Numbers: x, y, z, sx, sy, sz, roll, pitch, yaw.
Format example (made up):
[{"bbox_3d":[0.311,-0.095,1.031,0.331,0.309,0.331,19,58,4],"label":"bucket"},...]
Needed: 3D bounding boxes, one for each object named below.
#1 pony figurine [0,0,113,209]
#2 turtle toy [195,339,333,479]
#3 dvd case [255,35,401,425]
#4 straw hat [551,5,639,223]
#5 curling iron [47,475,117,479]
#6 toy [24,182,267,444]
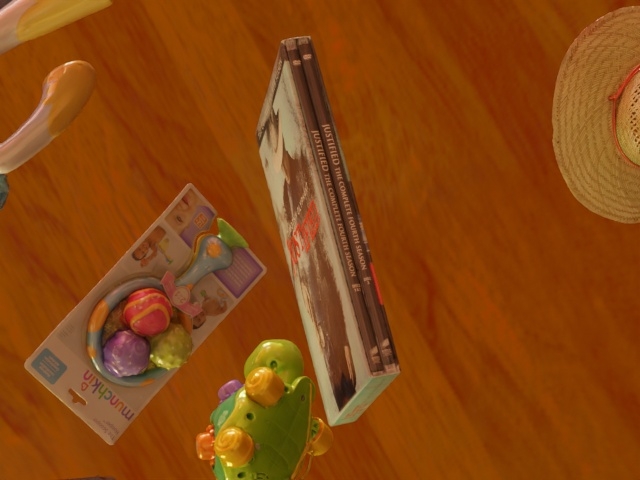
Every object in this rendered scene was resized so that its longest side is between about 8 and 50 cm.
[{"bbox_3d":[-0.368,-0.120,1.153,0.363,0.303,0.351,-43,48,-10],"label":"pony figurine"},{"bbox_3d":[-0.041,0.128,1.015,0.066,0.095,0.130,1,54,39],"label":"turtle toy"},{"bbox_3d":[0.000,0.000,0.503,0.013,0.087,0.119,-10,75,-12],"label":"dvd case"},{"bbox_3d":[0.222,-0.080,0.917,0.144,0.061,0.144,-2,95,-20],"label":"straw hat"},{"bbox_3d":[-0.262,0.166,0.937,0.274,0.035,0.068,3,48,-26],"label":"curling iron"},{"bbox_3d":[-0.155,0.077,1.379,0.237,0.137,0.056,-51,35,-16],"label":"toy"}]
